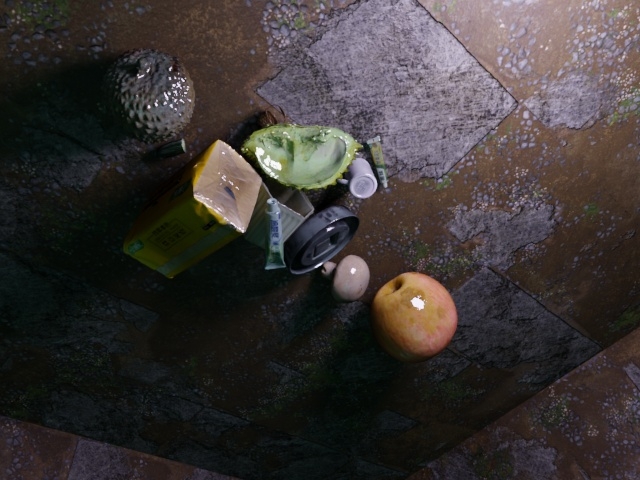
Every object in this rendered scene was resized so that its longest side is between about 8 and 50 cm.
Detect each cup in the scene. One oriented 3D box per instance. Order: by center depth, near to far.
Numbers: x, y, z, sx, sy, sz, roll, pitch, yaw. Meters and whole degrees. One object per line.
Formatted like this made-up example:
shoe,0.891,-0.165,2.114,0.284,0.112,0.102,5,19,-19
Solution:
cup,0.121,-0.212,1.684,0.136,0.133,0.099,-20,124,6

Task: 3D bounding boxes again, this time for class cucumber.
cucumber,-0.491,-0.299,1.574,0.105,0.048,0.048,-14,128,8

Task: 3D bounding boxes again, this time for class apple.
apple,0.374,0.312,1.993,0.363,0.364,0.364,-4,128,-6

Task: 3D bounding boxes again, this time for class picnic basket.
picnic basket,-0.150,-0.393,1.540,0.083,0.072,0.072,-28,127,24

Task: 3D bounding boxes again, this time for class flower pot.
flower pot,-0.164,-0.100,1.673,0.209,0.239,0.189,43,114,-2

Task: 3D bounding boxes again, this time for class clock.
clock,0.001,0.000,1.760,0.319,0.066,0.319,-34,159,-15

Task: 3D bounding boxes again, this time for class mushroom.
mushroom,0.093,0.148,1.942,0.204,0.204,0.204,-4,128,-6

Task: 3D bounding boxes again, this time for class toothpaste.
toothpaste,-0.154,-0.012,1.585,0.074,0.048,0.297,-6,133,-9
toothpaste,0.209,-0.275,1.714,0.049,0.031,0.204,-18,125,4

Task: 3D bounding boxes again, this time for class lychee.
lychee,-0.487,-0.411,1.380,0.255,0.255,0.274,-5,159,-5

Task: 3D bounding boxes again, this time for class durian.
durian,-0.065,-0.270,1.563,0.394,0.163,0.198,7,147,-12

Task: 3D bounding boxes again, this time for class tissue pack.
tissue pack,-0.404,-0.093,1.531,0.382,0.293,0.228,-28,124,32
